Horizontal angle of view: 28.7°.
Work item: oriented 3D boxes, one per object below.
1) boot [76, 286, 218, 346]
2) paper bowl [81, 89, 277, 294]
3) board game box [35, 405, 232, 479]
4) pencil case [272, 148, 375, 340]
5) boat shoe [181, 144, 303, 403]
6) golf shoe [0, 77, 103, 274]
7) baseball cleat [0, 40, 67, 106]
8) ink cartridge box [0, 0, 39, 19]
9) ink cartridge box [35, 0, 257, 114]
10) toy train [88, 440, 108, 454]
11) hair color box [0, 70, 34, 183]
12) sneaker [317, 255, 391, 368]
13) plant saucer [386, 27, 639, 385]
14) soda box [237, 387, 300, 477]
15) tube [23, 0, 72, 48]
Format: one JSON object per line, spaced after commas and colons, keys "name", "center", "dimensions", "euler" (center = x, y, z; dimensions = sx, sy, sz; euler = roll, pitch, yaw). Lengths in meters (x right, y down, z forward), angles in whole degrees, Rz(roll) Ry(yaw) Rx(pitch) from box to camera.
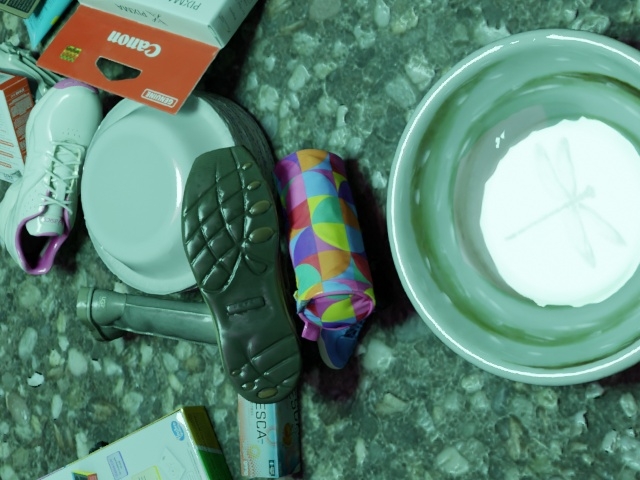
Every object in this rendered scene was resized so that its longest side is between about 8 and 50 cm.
{"name": "boot", "center": [-0.217, 0.110, 1.740], "dimensions": [0.209, 0.189, 0.076], "euler": [2, 82, 5]}
{"name": "paper bowl", "center": [-0.212, -0.068, 1.709], "dimensions": [0.284, 0.148, 0.284], "euler": [1, 92, 33]}
{"name": "board game box", "center": [-0.263, 0.403, 1.761], "dimensions": [0.317, 0.064, 0.242], "euler": [-27, 76, 20]}
{"name": "pencil case", "center": [0.000, 0.000, 1.562], "dimensions": [0.104, 0.104, 0.236], "euler": [-29, 51, 29]}
{"name": "boat shoe", "center": [-0.099, 0.044, 1.585], "dimensions": [0.123, 0.120, 0.323], "euler": [-10, 89, 2]}
{"name": "golf shoe", "center": [-0.377, -0.085, 1.801], "dimensions": [0.306, 0.115, 0.140], "euler": [-65, 33, 29]}
{"name": "baseball cleat", "center": [-0.427, -0.214, 1.898], "dimensions": [0.206, 0.072, 0.109], "euler": [43, 127, 27]}
{"name": "ink cartridge box", "center": [-0.461, -0.478, 1.867], "dimensions": [0.193, 0.088, 0.234], "euler": [-51, 52, 20]}
{"name": "ink cartridge box", "center": [-0.243, -0.314, 1.713], "dimensions": [0.275, 0.060, 0.239], "euler": [21, 68, 30]}
{"name": "toy train", "center": [-0.288, 0.362, 1.829], "dimensions": [0.036, 0.027, 0.158], "euler": [-38, 71, 15]}
{"name": "hair color box", "center": [-0.466, -0.168, 1.874], "dimensions": [0.093, 0.053, 0.167], "euler": [17, 129, 33]}
{"name": "sneaker", "center": [0.047, 0.092, 1.598], "dimensions": [0.085, 0.058, 0.152], "euler": [5, 86, 40]}
{"name": "plant saucer", "center": [0.270, -0.036, 1.434], "dimensions": [0.401, 0.101, 0.400], "euler": [0, 89, 32]}
{"name": "soda box", "center": [-0.070, 0.222, 1.672], "dimensions": [0.063, 0.058, 0.183], "euler": [-3, 89, 32]}
{"name": "tube", "center": [-0.385, -0.384, 1.873], "dimensions": [0.207, 0.052, 0.080], "euler": [-42, 53, 28]}
